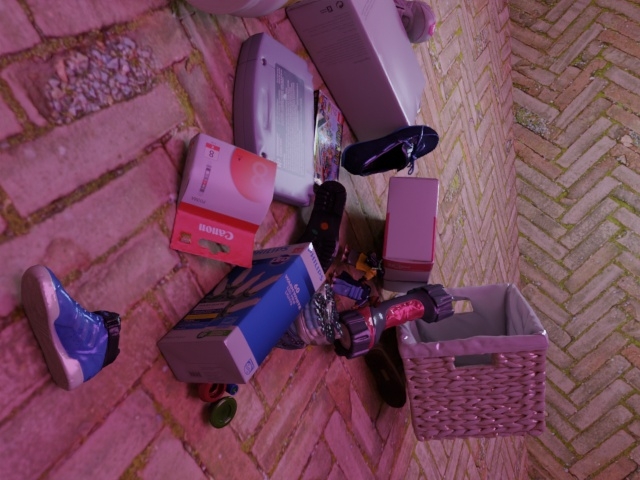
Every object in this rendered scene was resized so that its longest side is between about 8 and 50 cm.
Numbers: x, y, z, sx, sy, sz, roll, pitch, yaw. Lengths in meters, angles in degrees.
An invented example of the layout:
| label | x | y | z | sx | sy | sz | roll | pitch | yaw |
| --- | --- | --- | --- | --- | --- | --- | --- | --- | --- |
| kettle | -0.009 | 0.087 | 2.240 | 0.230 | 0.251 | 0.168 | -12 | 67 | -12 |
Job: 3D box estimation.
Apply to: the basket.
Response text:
| label | x | y | z | sx | sy | sz | roll | pitch | yaw |
| --- | --- | --- | --- | --- | --- | --- | --- | --- | --- |
| basket | 0.363 | 0.289 | 1.327 | 0.331 | 0.328 | 0.267 | -70 | 153 | -71 |

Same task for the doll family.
| label | x | y | z | sx | sy | sz | roll | pitch | yaw |
| --- | --- | --- | --- | --- | --- | --- | --- | --- | --- |
| doll family | 0.087 | 0.081 | 1.151 | 0.076 | 0.111 | 0.193 | 116 | -1 | -55 |

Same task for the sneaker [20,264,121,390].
| label | x | y | z | sx | sy | sz | roll | pitch | yaw |
| --- | --- | --- | --- | --- | --- | --- | --- | --- | --- |
| sneaker | -0.280 | 0.088 | 0.612 | 0.084 | 0.058 | 0.152 | -32 | 117 | -49 |

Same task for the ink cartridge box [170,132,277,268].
| label | x | y | z | sx | sy | sz | roll | pitch | yaw |
| --- | --- | --- | --- | --- | --- | --- | --- | --- | --- |
| ink cartridge box | -0.147 | -0.060 | 0.827 | 0.145 | 0.045 | 0.179 | 18 | 69 | -35 |

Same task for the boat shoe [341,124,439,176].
| label | x | y | z | sx | sy | sz | roll | pitch | yaw |
| --- | --- | --- | --- | --- | --- | --- | --- | --- | --- |
| boat shoe | 0.173 | -0.189 | 1.215 | 0.258 | 0.089 | 0.109 | -24 | 135 | -18 |

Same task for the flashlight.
| label | x | y | z | sx | sy | sz | roll | pitch | yaw |
| --- | --- | --- | --- | --- | --- | --- | --- | --- | --- |
| flashlight | 0.167 | 0.174 | 1.174 | 0.304 | 0.103 | 0.103 | -11 | 92 | -29 |

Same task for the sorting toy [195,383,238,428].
| label | x | y | z | sx | sy | sz | roll | pitch | yaw |
| --- | --- | --- | --- | --- | --- | --- | --- | --- | --- |
| sorting toy | -0.162 | 0.236 | 0.815 | 0.061 | 0.042 | 0.102 | -35 | 128 | -38 |

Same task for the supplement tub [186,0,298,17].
| label | x | y | z | sx | sy | sz | roll | pitch | yaw |
| --- | --- | --- | --- | --- | --- | --- | --- | --- | --- |
| supplement tub | -0.091 | -0.492 | 0.848 | 0.316 | 0.228 | 0.228 | -50 | 127 | -49 |

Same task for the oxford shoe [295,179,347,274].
| label | x | y | z | sx | sy | sz | roll | pitch | yaw |
| --- | --- | --- | --- | --- | --- | --- | --- | --- | --- |
| oxford shoe | 0.000 | 0.000 | 1.066 | 0.096 | 0.082 | 0.227 | 97 | 15 | -76 |

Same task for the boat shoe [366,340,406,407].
| label | x | y | z | sx | sy | sz | roll | pitch | yaw |
| --- | --- | --- | --- | --- | --- | --- | --- | --- | --- |
| boat shoe | 0.173 | 0.330 | 1.323 | 0.072 | 0.068 | 0.190 | -63 | 138 | -58 |

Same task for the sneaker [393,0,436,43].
| label | x | y | z | sx | sy | sz | roll | pitch | yaw |
| --- | --- | --- | --- | --- | --- | --- | --- | --- | --- |
| sneaker | 0.169 | -0.556 | 1.319 | 0.111 | 0.252 | 0.103 | -25 | 136 | -40 |

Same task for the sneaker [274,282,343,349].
| label | x | y | z | sx | sy | sz | roll | pitch | yaw |
| --- | --- | --- | --- | --- | --- | --- | --- | --- | --- |
| sneaker | -0.034 | 0.144 | 0.979 | 0.283 | 0.122 | 0.110 | 35 | 41 | -78 |

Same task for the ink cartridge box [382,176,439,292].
| label | x | y | z | sx | sy | sz | roll | pitch | yaw |
| --- | --- | --- | --- | --- | --- | --- | --- | --- | --- |
| ink cartridge box | 0.215 | -0.002 | 1.294 | 0.283 | 0.117 | 0.207 | 73 | 23 | -69 |

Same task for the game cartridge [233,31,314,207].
| label | x | y | z | sx | sy | sz | roll | pitch | yaw |
| --- | --- | --- | --- | --- | --- | --- | --- | --- | --- |
| game cartridge | -0.082 | -0.221 | 0.994 | 0.196 | 0.060 | 0.294 | 14 | 73 | -61 |

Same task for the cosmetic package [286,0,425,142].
| label | x | y | z | sx | sy | sz | roll | pitch | yaw |
| --- | --- | --- | --- | --- | --- | --- | --- | --- | --- |
| cosmetic package | 0.103 | -0.440 | 1.234 | 0.385 | 0.156 | 0.217 | 56 | 42 | -40 |

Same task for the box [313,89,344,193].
| label | x | y | z | sx | sy | sz | roll | pitch | yaw |
| --- | --- | --- | --- | --- | --- | --- | --- | --- | --- |
| box | 0.002 | -0.205 | 1.143 | 0.114 | 0.036 | 0.207 | 29 | 61 | -54 |

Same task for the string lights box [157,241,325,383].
| label | x | y | z | sx | sy | sz | roll | pitch | yaw |
| --- | --- | --- | --- | --- | --- | --- | --- | --- | --- |
| string lights box | -0.110 | 0.105 | 0.820 | 0.260 | 0.133 | 0.077 | -50 | 124 | -50 |
